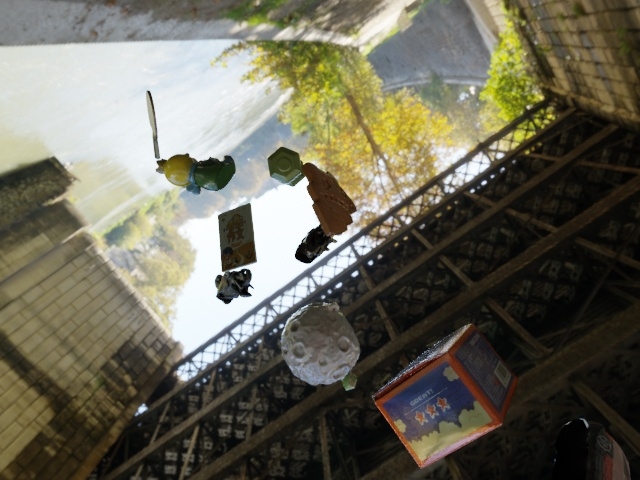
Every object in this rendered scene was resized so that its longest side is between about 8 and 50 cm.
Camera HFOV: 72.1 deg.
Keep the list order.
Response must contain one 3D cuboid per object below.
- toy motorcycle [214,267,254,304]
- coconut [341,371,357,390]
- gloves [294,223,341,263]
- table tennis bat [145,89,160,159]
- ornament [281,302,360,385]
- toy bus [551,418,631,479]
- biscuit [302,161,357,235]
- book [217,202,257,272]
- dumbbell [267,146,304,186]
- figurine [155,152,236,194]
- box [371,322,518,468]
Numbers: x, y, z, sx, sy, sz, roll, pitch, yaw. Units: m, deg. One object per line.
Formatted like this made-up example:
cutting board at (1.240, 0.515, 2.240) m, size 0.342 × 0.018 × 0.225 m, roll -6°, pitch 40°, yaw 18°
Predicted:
toy motorcycle at (-0.452, 0.239, 2.263) m, size 0.307 × 0.174 × 0.108 m, roll -14°, pitch 165°, yaw 41°
coconut at (0.146, 0.704, 2.208) m, size 0.081 × 0.082 × 0.083 m, roll -26°, pitch -177°, yaw 10°
gloves at (0.000, 0.000, 1.740) m, size 0.203 × 0.124 × 0.164 m, roll -51°, pitch -169°, yaw -24°
table tennis bat at (-0.365, -0.250, 0.965) m, size 0.013 × 0.157 × 0.087 m, roll -13°, pitch -136°, yaw -25°
ornament at (-0.010, 0.433, 1.836) m, size 0.337 × 0.337 × 0.337 m, roll -34°, pitch -165°, yaw 10°
toy bus at (0.624, 0.578, 1.019) m, size 0.303 × 0.147 × 0.127 m, roll -46°, pitch 179°, yaw -44°
biscuit at (0.040, -0.131, 1.539) m, size 0.043 × 0.283 × 0.307 m, roll -31°, pitch -142°, yaw 29°
book at (-0.397, -0.013, 2.082) m, size 0.207 × 0.296 × 0.020 m, roll -17°, pitch 161°, yaw 26°
dumbbell at (-0.115, -0.253, 1.549) m, size 0.302 × 0.121 × 0.108 m, roll -93°, pitch -157°, yaw -86°
figurine at (-0.423, -0.246, 1.501) m, size 0.233 × 0.128 × 0.185 m, roll 9°, pitch -139°, yaw 17°
box at (0.411, 0.482, 1.430) m, size 0.318 × 0.257 × 0.348 m, roll -44°, pitch 163°, yaw 28°
